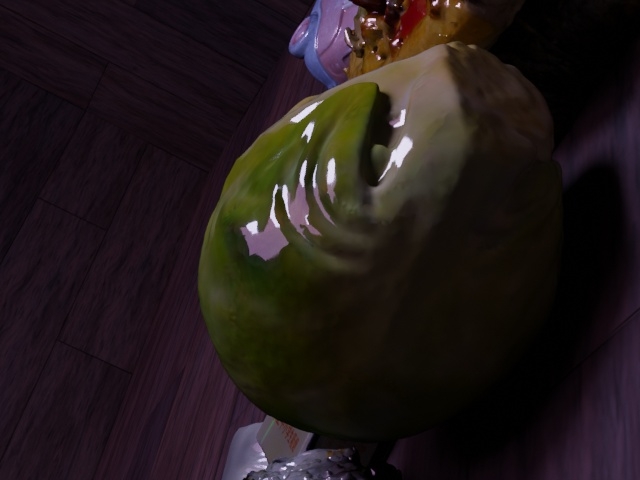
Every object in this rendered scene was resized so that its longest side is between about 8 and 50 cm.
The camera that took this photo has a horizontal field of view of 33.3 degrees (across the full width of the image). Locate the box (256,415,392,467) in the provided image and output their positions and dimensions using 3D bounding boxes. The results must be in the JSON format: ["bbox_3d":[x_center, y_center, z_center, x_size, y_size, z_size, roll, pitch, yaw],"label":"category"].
[{"bbox_3d":[0.045,0.114,1.117,0.310,0.084,0.198,-63,12,1],"label":"box"}]

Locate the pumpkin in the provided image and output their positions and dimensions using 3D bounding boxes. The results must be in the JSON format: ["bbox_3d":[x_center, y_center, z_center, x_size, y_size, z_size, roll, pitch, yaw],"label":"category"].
[{"bbox_3d":[0.183,-0.141,1.036,0.163,0.111,0.278,-71,15,-13],"label":"pumpkin"}]

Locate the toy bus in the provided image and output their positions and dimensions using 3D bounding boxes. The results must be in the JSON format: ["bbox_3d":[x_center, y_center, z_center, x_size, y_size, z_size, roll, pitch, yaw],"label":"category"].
[{"bbox_3d":[0.109,-0.342,1.598,0.232,0.197,0.294,-25,38,55],"label":"toy bus"}]

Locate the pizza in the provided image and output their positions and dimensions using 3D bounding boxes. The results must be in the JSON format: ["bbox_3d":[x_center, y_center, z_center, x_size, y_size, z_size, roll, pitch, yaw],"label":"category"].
[{"bbox_3d":[0.091,-0.337,1.086,0.440,0.130,0.406,173,100,-76],"label":"pizza"}]

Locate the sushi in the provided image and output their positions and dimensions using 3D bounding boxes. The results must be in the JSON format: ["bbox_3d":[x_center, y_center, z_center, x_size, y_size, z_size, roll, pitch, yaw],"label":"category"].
[{"bbox_3d":[0.004,0.244,0.902,0.212,0.147,0.115,150,103,-81],"label":"sushi"}]

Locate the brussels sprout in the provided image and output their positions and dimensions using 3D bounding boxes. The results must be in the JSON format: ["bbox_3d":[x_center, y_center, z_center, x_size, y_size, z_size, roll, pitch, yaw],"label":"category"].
[{"bbox_3d":[0.042,-0.001,0.873,0.344,0.268,0.344,-21,61,42],"label":"brussels sprout"}]

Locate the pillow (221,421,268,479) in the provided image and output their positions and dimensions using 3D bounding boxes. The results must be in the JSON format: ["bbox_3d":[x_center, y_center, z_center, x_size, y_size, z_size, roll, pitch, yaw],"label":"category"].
[{"bbox_3d":[-0.077,0.307,1.240,0.144,0.078,0.254,-37,27,43],"label":"pillow"}]
